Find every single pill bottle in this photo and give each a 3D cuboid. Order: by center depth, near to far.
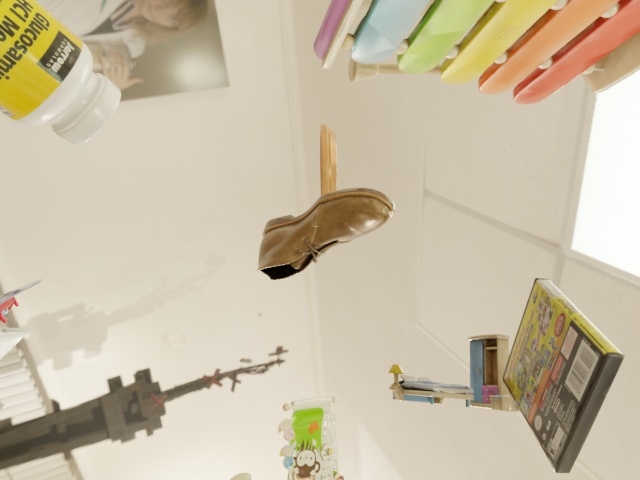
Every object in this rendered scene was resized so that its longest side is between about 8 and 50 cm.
[{"bbox_3d":[-0.520,-0.318,0.758,0.334,0.188,0.188,42,10,-47],"label":"pill bottle"}]

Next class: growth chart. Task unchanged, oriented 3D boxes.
[{"bbox_3d":[-0.013,0.443,0.944,0.021,0.172,0.237,-10,-96,45],"label":"growth chart"}]

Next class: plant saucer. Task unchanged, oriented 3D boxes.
[{"bbox_3d":[0.018,-0.179,1.092,0.200,0.037,0.200,180,-90,-89],"label":"plant saucer"}]

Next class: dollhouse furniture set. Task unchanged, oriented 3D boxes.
[{"bbox_3d":[0.369,0.337,1.203,0.286,0.303,0.198,139,-42,-66],"label":"dollhouse furniture set"}]

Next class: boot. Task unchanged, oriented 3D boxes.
[{"bbox_3d":[0.000,0.000,0.803,0.305,0.112,0.115,-20,-139,41],"label":"boot"}]

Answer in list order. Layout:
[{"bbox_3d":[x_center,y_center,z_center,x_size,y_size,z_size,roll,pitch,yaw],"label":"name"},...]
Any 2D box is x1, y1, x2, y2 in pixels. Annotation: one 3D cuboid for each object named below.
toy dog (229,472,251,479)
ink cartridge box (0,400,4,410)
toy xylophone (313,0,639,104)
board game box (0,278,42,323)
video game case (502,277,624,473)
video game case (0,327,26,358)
[{"bbox_3d":[-0.169,0.563,0.681,0.395,0.408,0.284,-57,170,-62],"label":"toy dog"},{"bbox_3d":[-0.799,0.420,0.971,0.209,0.062,0.109,-80,157,-48],"label":"ink cartridge box"},{"bbox_3d":[0.151,-0.192,0.414,0.236,0.323,0.081,118,-32,-75],"label":"toy xylophone"},{"bbox_3d":[-0.499,0.115,0.683,0.133,0.168,0.033,-16,-74,30],"label":"board game box"},{"bbox_3d":[0.452,0.252,0.883,0.248,0.035,0.274,-96,-170,-65],"label":"video game case"},{"bbox_3d":[-0.578,0.198,0.716,0.019,0.157,0.143,45,-1,13],"label":"video game case"}]
